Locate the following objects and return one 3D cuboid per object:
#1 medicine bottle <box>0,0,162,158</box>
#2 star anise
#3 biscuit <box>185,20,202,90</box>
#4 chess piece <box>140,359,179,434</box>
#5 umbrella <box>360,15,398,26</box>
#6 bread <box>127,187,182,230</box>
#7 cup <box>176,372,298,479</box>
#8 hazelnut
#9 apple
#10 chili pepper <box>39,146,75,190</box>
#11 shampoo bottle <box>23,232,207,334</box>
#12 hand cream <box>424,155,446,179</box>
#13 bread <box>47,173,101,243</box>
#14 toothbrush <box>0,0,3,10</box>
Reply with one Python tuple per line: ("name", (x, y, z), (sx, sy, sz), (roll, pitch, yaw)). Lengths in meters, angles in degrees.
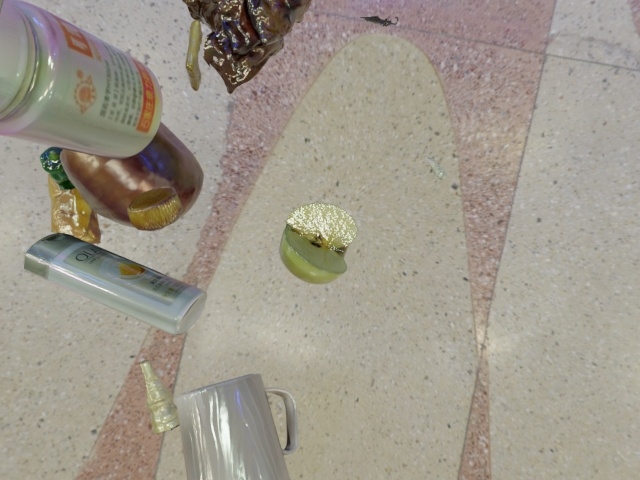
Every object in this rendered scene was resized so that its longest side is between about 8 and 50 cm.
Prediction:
("medicine bottle", (-0.481, -0.277, 0.784), (0.219, 0.388, 0.219), (0, 90, 20))
("star anise", (-0.061, -0.291, 0.451), (0.148, 0.346, 0.237), (25, 72, -8))
("biscuit", (-0.420, -0.621, 1.522), (0.039, 0.174, 0.183), (6, 86, -6))
("chess piece", (-0.675, 0.634, 1.866), (0.137, 0.137, 0.301), (-22, 88, 4))
("umbrella", (0.123, -0.452, 0.932), (0.013, 0.122, 0.022), (35, 130, 35))
("bread", (-0.260, -0.045, 0.719), (0.085, 0.085, 0.053), (-11, 121, 3))
("cup", (-0.173, 0.455, 1.038), (0.288, 0.208, 0.273), (-12, 75, -16))
("hazelnut", (-0.560, -0.218, 1.348), (0.409, 0.359, 0.359), (42, 95, -17))
("apple", (-0.020, 0.017, 1.673), (0.258, 0.233, 0.295), (18, 66, -6))
("chili pepper", (-0.887, -0.248, 1.574), (0.136, 0.270, 0.099), (9, 77, -8))
("shampoo bottle", (-0.273, 0.056, 0.612), (0.227, 0.086, 0.056), (22, 109, 6))
("hand cream", (0.484, -0.305, 1.887), (0.061, 0.143, 0.039), (13, 128, -29))
("bread", (-0.987, -0.140, 1.807), (0.195, 0.149, 0.344), (-8, 84, 23))
("toothbrush", (-0.373, -0.121, 0.460), (0.037, 0.028, 0.375), (20, 98, -10))
